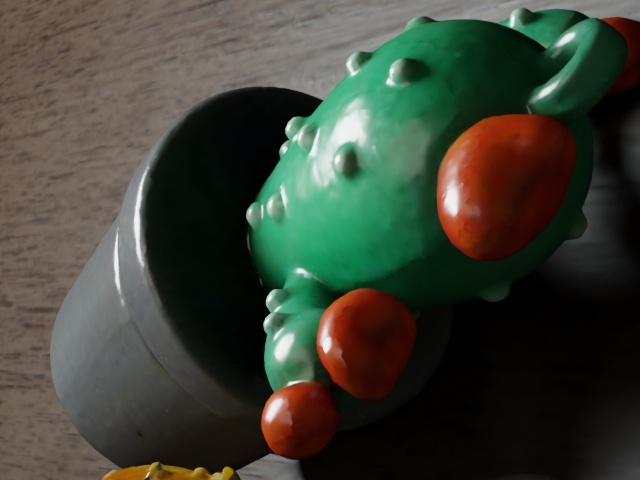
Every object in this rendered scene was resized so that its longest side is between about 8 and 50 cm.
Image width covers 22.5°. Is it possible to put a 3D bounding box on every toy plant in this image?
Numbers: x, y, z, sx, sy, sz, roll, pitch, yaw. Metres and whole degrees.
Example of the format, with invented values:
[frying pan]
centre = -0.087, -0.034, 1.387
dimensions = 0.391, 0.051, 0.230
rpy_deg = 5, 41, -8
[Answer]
[toy plant]
centre = 0.010, -0.005, 0.798
dimensions = 0.185, 0.279, 0.400
rpy_deg = 61, 143, 7

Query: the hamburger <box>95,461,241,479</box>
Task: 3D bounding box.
[hamburger]
centre = -0.051, 0.244, 0.734
dimensions = 0.291, 0.225, 0.291
rpy_deg = -15, 64, 34
